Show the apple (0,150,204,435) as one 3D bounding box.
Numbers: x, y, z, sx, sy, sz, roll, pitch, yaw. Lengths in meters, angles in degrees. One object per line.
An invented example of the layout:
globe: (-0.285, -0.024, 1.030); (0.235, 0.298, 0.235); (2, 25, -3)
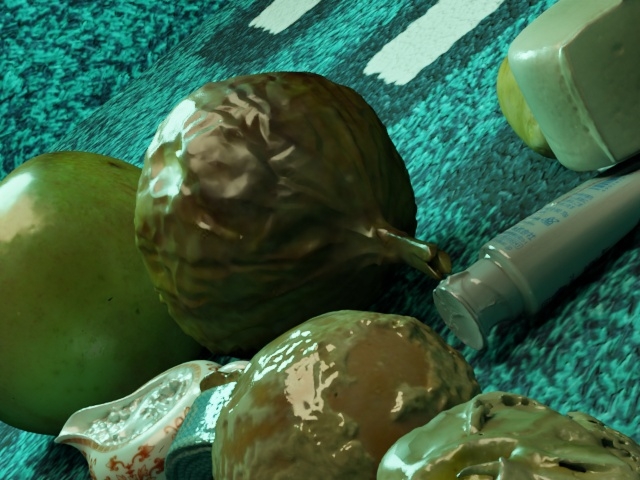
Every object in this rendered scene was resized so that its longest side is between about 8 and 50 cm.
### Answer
apple: (-0.269, 0.048, 2.083); (0.319, 0.277, 0.319); (-35, 17, 13)

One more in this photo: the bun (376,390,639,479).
bun: (0.115, 0.191, 1.190); (0.239, 0.141, 0.239); (-18, 35, 13)

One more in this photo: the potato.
potato: (0.230, -0.148, 1.886); (0.118, 0.109, 0.178); (-35, 23, 10)

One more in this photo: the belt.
belt: (-0.053, 0.184, 1.581); (0.082, 0.147, 0.163); (-61, -8, -27)

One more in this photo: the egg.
egg: (0.018, 0.159, 1.398); (0.245, 0.203, 0.203); (-64, -1, 38)

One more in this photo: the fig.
fig: (0.000, 0.000, 1.791); (0.286, 0.286, 0.368); (-43, 36, -14)

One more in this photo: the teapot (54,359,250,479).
teapot: (-0.133, 0.174, 1.801); (0.245, 0.116, 0.159); (-31, 7, 28)

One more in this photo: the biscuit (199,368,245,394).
biscuit: (0.023, 0.126, 1.593); (0.224, 0.144, 0.033); (-2, 79, 41)

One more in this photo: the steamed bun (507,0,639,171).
steamed bun: (0.284, -0.167, 1.727); (0.241, 0.146, 0.164); (-30, 13, -15)

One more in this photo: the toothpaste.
toothpaste: (0.229, -0.017, 1.662); (0.299, 0.073, 0.114); (-36, 10, -17)
